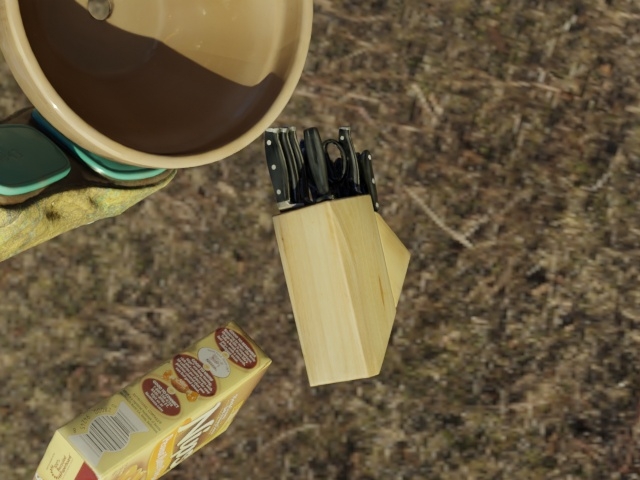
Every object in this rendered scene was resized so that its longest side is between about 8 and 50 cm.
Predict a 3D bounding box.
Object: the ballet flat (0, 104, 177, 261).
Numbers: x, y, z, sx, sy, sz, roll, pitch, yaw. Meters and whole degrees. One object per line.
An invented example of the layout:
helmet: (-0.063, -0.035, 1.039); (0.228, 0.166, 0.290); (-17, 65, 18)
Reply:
ballet flat: (-0.233, -0.046, 1.019); (0.123, 0.348, 0.123); (4, 102, 17)

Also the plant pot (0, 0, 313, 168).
plant pot: (-0.129, -0.167, 0.858); (0.109, 0.237, 0.238); (3, 87, 52)

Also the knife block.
knife block: (0.000, 0.000, 1.476); (0.088, 0.242, 0.276); (-14, 43, 36)

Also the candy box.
candy box: (-0.221, 0.244, 1.599); (0.087, 0.316, 0.183); (46, 134, 13)
